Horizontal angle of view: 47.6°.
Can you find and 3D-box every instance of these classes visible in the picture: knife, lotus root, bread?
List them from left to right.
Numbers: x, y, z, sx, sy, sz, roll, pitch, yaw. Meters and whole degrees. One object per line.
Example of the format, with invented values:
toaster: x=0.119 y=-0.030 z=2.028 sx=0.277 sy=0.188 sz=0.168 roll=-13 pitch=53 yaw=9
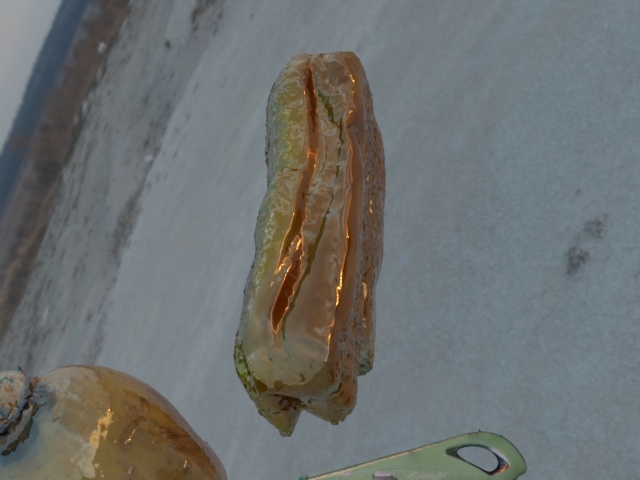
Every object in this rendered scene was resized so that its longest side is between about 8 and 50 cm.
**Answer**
lotus root: x=-0.156 y=0.153 z=0.501 sx=0.118 sy=0.221 sz=0.125 roll=-46 pitch=12 yaw=14
knife: x=-0.022 y=0.135 z=0.333 sx=0.020 sy=0.293 sz=0.043 roll=-51 pitch=53 yaw=57
bread: x=0.000 y=0.000 z=0.673 sx=0.185 sy=0.109 sz=0.380 roll=73 pitch=-163 yaw=-50
